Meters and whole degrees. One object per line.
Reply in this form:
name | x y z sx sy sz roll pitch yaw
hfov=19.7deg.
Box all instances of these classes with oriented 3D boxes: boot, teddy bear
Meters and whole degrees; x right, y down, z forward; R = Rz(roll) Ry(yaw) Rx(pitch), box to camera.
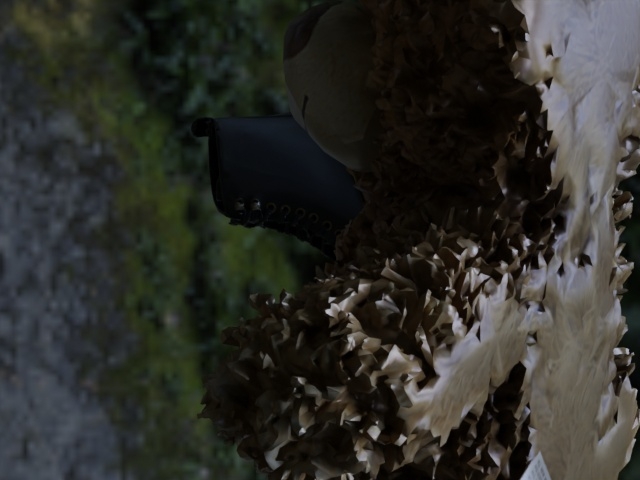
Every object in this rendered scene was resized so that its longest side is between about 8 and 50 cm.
boot | 0.000 0.000 1.183 0.077 0.137 0.198 108 -29 -56
teddy bear | 0.035 0.050 0.609 0.245 0.113 0.338 -37 130 -49
